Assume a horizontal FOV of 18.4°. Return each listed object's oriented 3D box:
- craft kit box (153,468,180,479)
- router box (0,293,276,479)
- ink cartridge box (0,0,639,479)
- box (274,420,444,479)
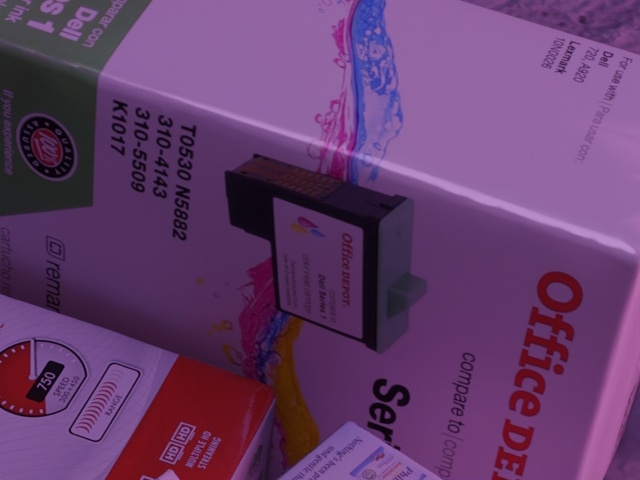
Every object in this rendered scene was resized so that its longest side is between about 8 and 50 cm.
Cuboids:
[{"bbox_3d":[-0.064,0.225,0.579,0.246,0.061,0.250,-30,76,-41],"label":"craft kit box"},{"bbox_3d":[-0.216,0.144,0.717,0.301,0.082,0.335,17,44,11],"label":"router box"},{"bbox_3d":[0.000,0.000,0.812,0.278,0.201,0.117,19,45,12],"label":"ink cartridge box"},{"bbox_3d":[0.034,0.157,0.704,0.137,0.126,0.072,32,47,24],"label":"box"}]
